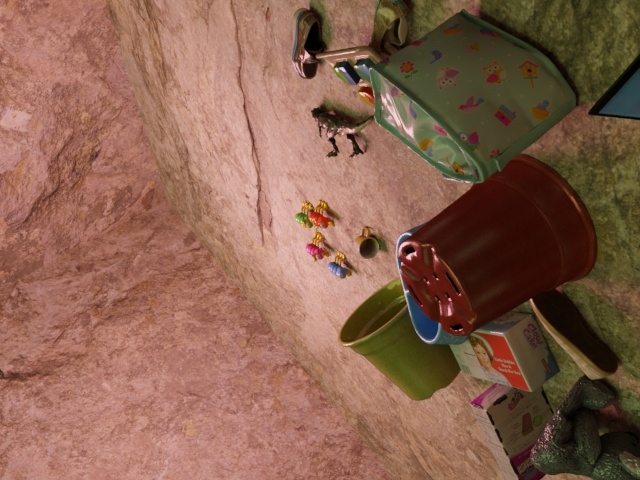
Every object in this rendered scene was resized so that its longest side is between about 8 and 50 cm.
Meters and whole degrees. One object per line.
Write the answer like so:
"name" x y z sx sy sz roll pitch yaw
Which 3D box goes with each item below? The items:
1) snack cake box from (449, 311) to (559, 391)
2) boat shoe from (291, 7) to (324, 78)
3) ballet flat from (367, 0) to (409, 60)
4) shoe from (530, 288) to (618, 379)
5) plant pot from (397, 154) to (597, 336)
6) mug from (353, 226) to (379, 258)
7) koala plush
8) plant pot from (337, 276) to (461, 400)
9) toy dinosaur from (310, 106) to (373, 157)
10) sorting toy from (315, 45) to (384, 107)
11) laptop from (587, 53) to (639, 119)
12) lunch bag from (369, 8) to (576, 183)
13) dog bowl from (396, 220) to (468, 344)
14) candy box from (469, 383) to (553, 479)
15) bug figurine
"snack cake box" 0.400 0.241 1.689 0.152 0.089 0.264 64 159 -10
"boat shoe" -0.028 -0.451 1.740 0.066 0.066 0.183 43 155 34
"ballet flat" 0.132 -0.390 1.448 0.067 0.073 0.206 43 158 18
"shoe" 0.478 0.180 1.433 0.219 0.077 0.058 51 154 14
"plant pot" 0.303 0.024 1.346 0.272 0.265 0.272 49 158 27
"mug" 0.127 0.008 2.068 0.062 0.078 0.064 32 -178 -26
"koala plush" 0.558 0.427 1.471 0.221 0.203 0.196 34 151 27
"plant pot" 0.229 0.269 1.934 0.254 0.276 0.276 51 162 -11
"toy dinosaur" 0.050 -0.265 1.838 0.268 0.064 0.118 24 134 53
"sorting toy" 0.105 -0.321 1.509 0.208 0.038 0.193 34 172 -28
"laptop" 0.493 -0.139 0.849 0.264 0.137 0.234 54 160 13
"lunch bag" 0.245 -0.222 1.193 0.262 0.223 0.160 44 161 31
"dog bowl" 0.254 0.103 1.717 0.166 0.074 0.297 144 116 -66
"candy box" 0.464 0.436 1.715 0.233 0.159 0.071 64 158 -13
"bug figurine" 0.000 0.000 2.317 0.216 0.072 0.279 28 145 55
